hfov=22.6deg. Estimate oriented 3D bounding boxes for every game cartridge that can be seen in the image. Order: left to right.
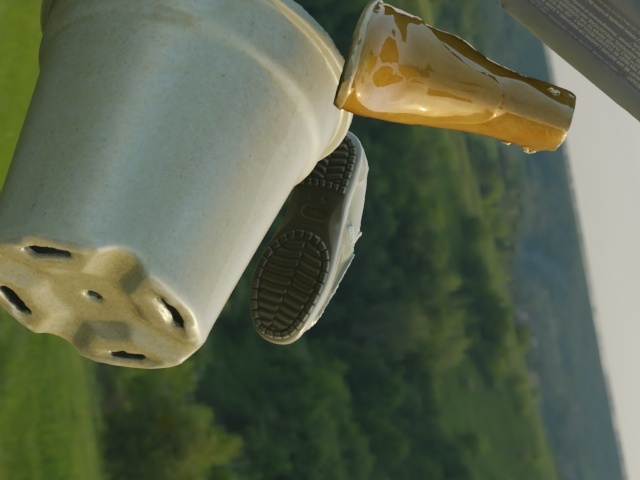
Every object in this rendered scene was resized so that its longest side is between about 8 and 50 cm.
[{"bbox_3d":[0.347,-0.274,1.832,0.355,0.068,0.230,42,-30,11],"label":"game cartridge"}]

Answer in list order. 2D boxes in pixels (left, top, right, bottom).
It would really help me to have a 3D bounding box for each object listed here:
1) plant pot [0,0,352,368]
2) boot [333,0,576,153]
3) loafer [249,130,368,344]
[{"bbox_3d":[-0.169,-0.058,1.546,0.334,0.333,0.306,69,34,-52],"label":"plant pot"},{"bbox_3d":[0.134,-0.143,1.501,0.295,0.211,0.104,-40,150,-75],"label":"boot"},{"bbox_3d":[0.000,0.000,1.929,0.092,0.102,0.269,15,98,-62],"label":"loafer"}]
